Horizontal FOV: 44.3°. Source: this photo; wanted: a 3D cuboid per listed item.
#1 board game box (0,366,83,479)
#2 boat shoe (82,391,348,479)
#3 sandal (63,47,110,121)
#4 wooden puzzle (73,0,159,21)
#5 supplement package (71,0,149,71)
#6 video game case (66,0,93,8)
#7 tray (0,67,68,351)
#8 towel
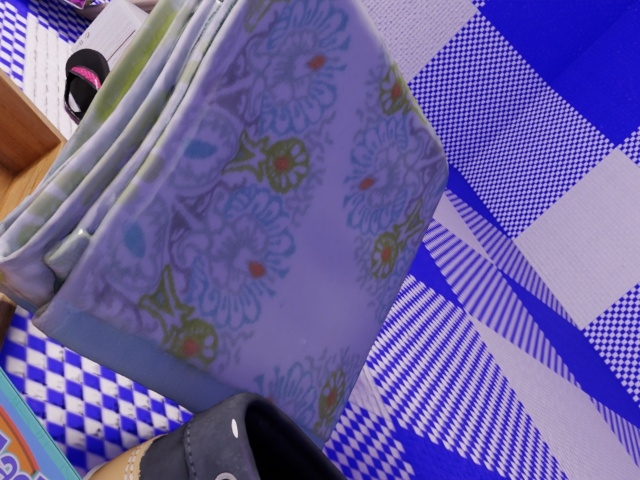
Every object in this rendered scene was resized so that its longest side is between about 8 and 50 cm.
[{"bbox_3d":[-0.185,0.121,0.275,0.160,0.047,0.210,61,31,-14],"label":"board game box"},{"bbox_3d":[0.068,0.285,0.473,0.500,0.156,0.187,44,12,-6],"label":"boat shoe"},{"bbox_3d":[-0.268,-0.165,0.905,0.040,0.067,0.179,11,39,-43],"label":"sandal"},{"bbox_3d":[-0.225,-0.321,1.210,0.238,0.044,0.221,12,-7,38],"label":"wooden puzzle"},{"bbox_3d":[-0.229,-0.216,1.038,0.179,0.105,0.105,54,16,26],"label":"supplement package"},{"bbox_3d":[-0.412,-0.415,1.108,0.232,0.042,0.210,28,21,-13],"label":"video game case"},{"bbox_3d":[-0.278,-0.034,0.489,0.203,0.076,0.411,51,11,-28],"label":"tray"},{"bbox_3d":[-0.031,-0.018,0.603,0.090,0.320,0.374,19,-18,36],"label":"towel"}]
